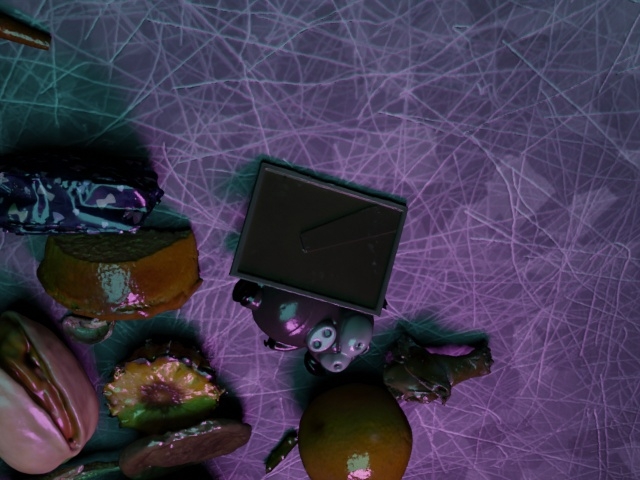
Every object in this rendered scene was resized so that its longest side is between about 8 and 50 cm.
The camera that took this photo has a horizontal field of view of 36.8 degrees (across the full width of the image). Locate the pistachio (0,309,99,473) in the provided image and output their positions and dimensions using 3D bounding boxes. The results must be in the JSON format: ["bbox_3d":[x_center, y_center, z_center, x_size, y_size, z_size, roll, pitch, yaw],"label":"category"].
[{"bbox_3d":[-0.473,0.252,1.572,0.187,0.187,0.299,-14,122,4],"label":"pistachio"}]

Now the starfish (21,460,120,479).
[{"bbox_3d":[-0.506,0.465,1.709,0.358,0.078,0.347,-25,156,-18],"label":"starfish"}]

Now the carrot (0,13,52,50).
[{"bbox_3d":[-0.414,-0.284,1.310,0.093,0.032,0.032,18,120,-22],"label":"carrot"}]

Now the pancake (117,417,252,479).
[{"bbox_3d":[-0.234,0.366,1.682,0.236,0.042,0.222,-6,150,-30],"label":"pancake"}]

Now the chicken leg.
[{"bbox_3d":[0.203,0.224,1.644,0.196,0.125,0.080,5,149,-6],"label":"chicken leg"}]

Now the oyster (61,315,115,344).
[{"bbox_3d":[-0.379,0.135,1.593,0.083,0.038,0.080,29,108,7],"label":"oyster"}]

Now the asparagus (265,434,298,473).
[{"bbox_3d":[-0.074,0.395,1.787,0.025,0.021,0.108,29,116,-17],"label":"asparagus"}]

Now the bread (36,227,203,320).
[{"bbox_3d":[-0.312,0.057,1.479,0.260,0.134,0.129,0,122,-6],"label":"bread"}]

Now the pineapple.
[{"bbox_3d":[-0.266,0.246,1.637,0.225,0.076,0.225,-3,129,-4],"label":"pineapple"}]

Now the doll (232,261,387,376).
[{"bbox_3d":[-0.012,0.118,1.556,0.257,0.117,0.182,38,104,-22],"label":"doll"}]

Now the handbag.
[{"bbox_3d":[-0.358,-0.067,1.385,0.260,0.162,0.113,1,109,-6],"label":"handbag"}]

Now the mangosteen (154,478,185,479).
[{"bbox_3d":[-0.263,0.579,1.724,0.300,0.300,0.300,-2,123,-4],"label":"mangosteen"}]

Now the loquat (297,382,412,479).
[{"bbox_3d":[0.060,0.349,1.659,0.208,0.208,0.208,-2,123,-4],"label":"loquat"}]

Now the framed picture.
[{"bbox_3d":[0.000,0.000,1.483,0.250,0.016,0.184,15,86,-16],"label":"framed picture"}]
